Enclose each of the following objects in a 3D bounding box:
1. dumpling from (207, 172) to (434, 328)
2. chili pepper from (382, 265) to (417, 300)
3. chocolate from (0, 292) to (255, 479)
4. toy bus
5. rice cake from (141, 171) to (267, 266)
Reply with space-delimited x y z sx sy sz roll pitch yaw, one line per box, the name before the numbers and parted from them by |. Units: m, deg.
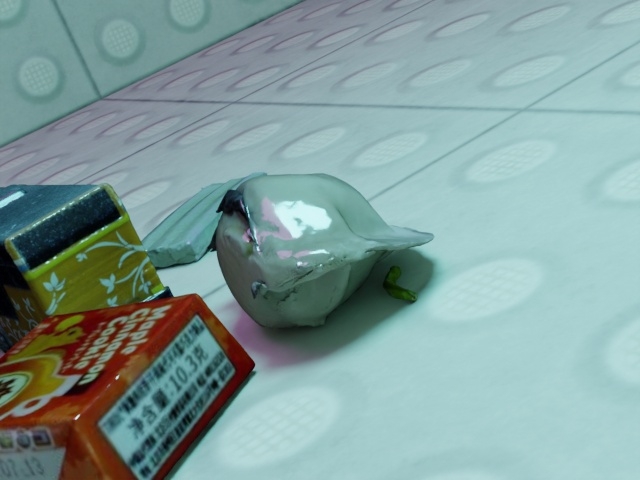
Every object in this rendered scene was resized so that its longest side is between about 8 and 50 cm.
dumpling | -0.014 -0.011 1.095 0.205 0.163 0.293 -36 7 -6
chili pepper | 0.078 0.043 1.066 0.030 0.017 0.083 -20 19 4
chocolate | -0.218 0.152 0.977 0.235 0.108 0.237 -9 22 31
toy bus | -0.343 0.035 1.296 0.162 0.194 0.323 -36 23 -30
rice cake | -0.166 -0.032 1.508 0.127 0.043 0.237 -10 23 29
